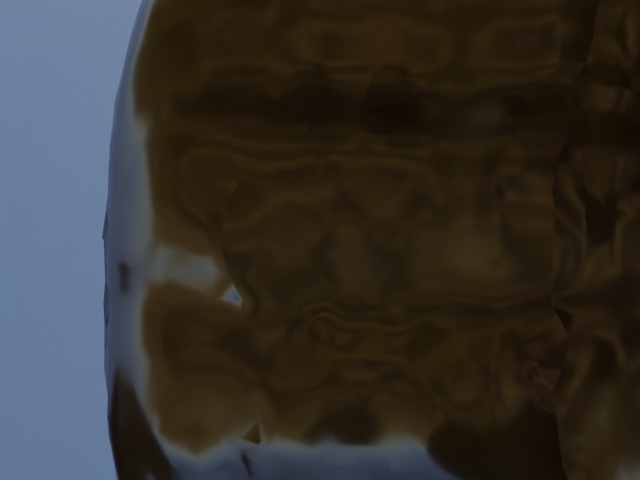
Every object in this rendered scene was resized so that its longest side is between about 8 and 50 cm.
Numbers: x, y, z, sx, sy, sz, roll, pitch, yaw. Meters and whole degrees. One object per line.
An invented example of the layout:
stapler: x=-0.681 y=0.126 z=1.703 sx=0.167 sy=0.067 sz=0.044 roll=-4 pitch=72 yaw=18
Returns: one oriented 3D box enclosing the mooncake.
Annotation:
mooncake: x=0.074 y=0.014 z=0.620 sx=0.187 sy=0.324 sz=0.324 roll=1 pitch=-126 yaw=25
